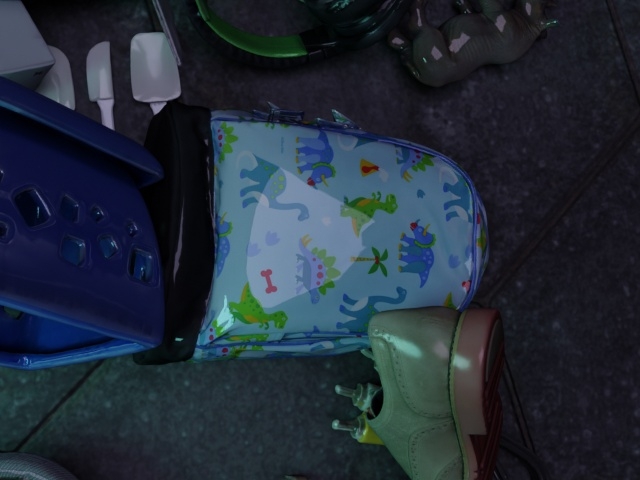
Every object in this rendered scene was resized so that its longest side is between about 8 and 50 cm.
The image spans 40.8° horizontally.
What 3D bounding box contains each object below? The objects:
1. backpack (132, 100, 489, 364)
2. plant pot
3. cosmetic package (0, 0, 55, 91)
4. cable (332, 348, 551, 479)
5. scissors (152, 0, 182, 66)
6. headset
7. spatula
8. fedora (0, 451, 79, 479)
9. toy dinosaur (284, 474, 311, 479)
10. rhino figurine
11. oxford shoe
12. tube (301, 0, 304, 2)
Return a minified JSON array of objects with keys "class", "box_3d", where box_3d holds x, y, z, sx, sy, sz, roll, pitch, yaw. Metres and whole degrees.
[{"class":"backpack","box_3d":[0.000,0.000,0.924,0.355,0.273,0.290,10,78,-27]},{"class":"plant pot","box_3d":[-0.293,-0.009,0.808,0.236,0.235,0.212,26,59,-45]},{"class":"cosmetic package","box_3d":[-0.393,-0.253,0.920,0.085,0.117,0.231,-28,87,-46]},{"class":"cable","box_3d":[0.155,0.212,1.021,0.287,0.072,0.140,30,71,-18]},{"class":"scissors","box_3d":[-0.207,-0.337,0.950,0.109,0.021,0.297,7,72,-43]},{"class":"headset","box_3d":[0.038,-0.314,0.926,0.394,0.243,0.185,-22,46,1]},{"class":"spatula","box_3d":[-0.239,-0.116,0.992,0.168,0.019,0.242,-7,85,-11]},{"class":"fedora","box_3d":[-0.332,0.355,0.874,0.243,0.124,0.276,8,75,-11]},{"class":"toy dinosaur","box_3d":[0.004,0.367,0.894,0.295,0.127,0.201,5,85,31]},{"class":"rhino figurine","box_3d":[0.202,-0.262,1.055,0.243,0.073,0.106,-21,84,-12]},{"class":"oxford shoe","box_3d":[0.116,0.189,0.887,0.130,0.348,0.123,9,41,18]},{"class":"tube","box_3d":[-0.101,-0.358,0.988,0.240,0.062,0.070,14,121,-38]}]
